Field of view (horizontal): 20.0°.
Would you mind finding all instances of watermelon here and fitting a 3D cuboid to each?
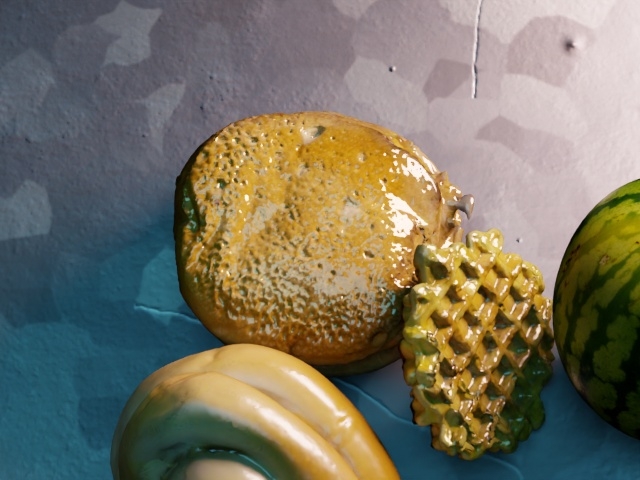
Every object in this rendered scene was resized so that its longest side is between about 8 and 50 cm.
[{"bbox_3d":[0.375,0.068,1.841,0.285,0.285,0.285,-1,75,4],"label":"watermelon"}]

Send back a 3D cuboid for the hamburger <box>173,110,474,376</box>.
[{"bbox_3d":[0.000,0.000,1.946,0.314,0.170,0.289,8,78,6],"label":"hamburger"}]

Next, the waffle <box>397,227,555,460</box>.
[{"bbox_3d":[0.171,0.106,1.888,0.059,0.238,0.243,-7,81,44],"label":"waffle"}]

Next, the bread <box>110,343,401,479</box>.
[{"bbox_3d":[-0.081,0.322,1.809,0.329,0.245,0.424,-13,93,22],"label":"bread"}]
